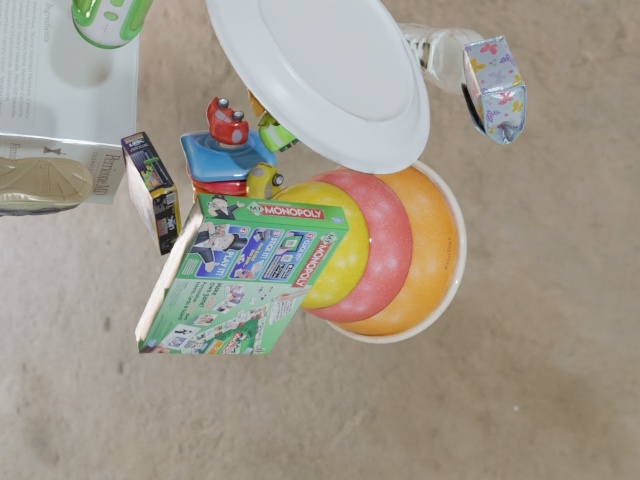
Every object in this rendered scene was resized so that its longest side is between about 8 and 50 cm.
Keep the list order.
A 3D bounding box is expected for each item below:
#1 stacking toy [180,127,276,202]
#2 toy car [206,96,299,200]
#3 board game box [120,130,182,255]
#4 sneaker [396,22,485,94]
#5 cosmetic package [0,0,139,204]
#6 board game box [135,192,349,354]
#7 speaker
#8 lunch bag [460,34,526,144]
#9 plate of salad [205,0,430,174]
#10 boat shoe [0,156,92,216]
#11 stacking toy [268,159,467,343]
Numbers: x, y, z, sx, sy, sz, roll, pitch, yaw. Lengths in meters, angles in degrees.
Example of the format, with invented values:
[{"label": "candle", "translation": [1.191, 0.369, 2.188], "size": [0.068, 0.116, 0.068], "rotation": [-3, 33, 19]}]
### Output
[{"label": "stacking toy", "translation": [-0.179, -0.056, 1.886], "size": [0.175, 0.165, 0.302], "rotation": [-116, 26, -52]}, {"label": "toy car", "translation": [-0.103, -0.163, 1.671], "size": [0.239, 0.053, 0.225], "rotation": [59, 146, -2]}, {"label": "board game box", "translation": [-0.287, -0.078, 1.669], "size": [0.141, 0.048, 0.170], "rotation": [56, 159, 29]}, {"label": "sneaker", "translation": [0.134, -0.293, 1.552], "size": [0.292, 0.169, 0.108], "rotation": [-142, 53, -64]}, {"label": "cosmetic package", "translation": [-0.590, -0.289, 1.985], "size": [0.329, 0.393, 0.327], "rotation": [137, 134, -64]}, {"label": "board game box", "translation": [-0.119, 0.060, 1.399], "size": [0.317, 0.213, 0.046], "rotation": [-58, 39, 42]}, {"label": "speaker", "translation": [-0.310, -0.424, 1.545], "size": [0.296, 0.131, 0.131], "rotation": [-40, 63, 58]}, {"label": "lunch bag", "translation": [0.165, -0.140, 0.936], "size": [0.053, 0.083, 0.071], "rotation": [-15, 57, 3]}, {"label": "plate of salad", "translation": [-0.003, -0.128, 0.662], "size": [0.048, 0.200, 0.200], "rotation": [-35, 68, 38]}, {"label": "boat shoe", "translation": [-0.501, -0.081, 1.506], "size": [0.092, 0.285, 0.103], "rotation": [126, 140, -56]}, {"label": "stacking toy", "translation": [0.000, 0.000, 1.621], "size": [0.350, 0.480, 0.351], "rotation": [-3, 85, 33]}]
